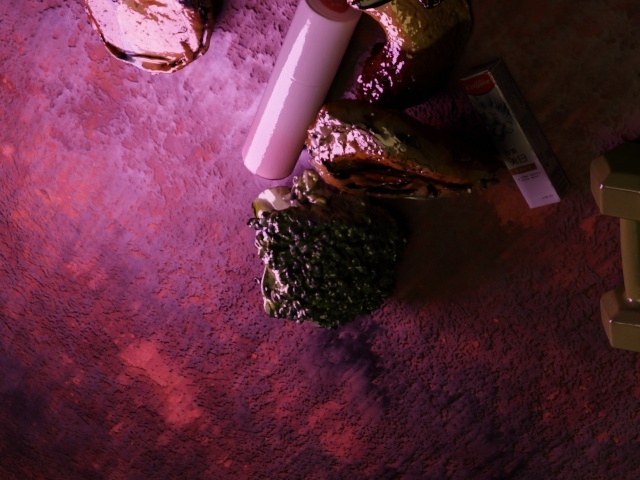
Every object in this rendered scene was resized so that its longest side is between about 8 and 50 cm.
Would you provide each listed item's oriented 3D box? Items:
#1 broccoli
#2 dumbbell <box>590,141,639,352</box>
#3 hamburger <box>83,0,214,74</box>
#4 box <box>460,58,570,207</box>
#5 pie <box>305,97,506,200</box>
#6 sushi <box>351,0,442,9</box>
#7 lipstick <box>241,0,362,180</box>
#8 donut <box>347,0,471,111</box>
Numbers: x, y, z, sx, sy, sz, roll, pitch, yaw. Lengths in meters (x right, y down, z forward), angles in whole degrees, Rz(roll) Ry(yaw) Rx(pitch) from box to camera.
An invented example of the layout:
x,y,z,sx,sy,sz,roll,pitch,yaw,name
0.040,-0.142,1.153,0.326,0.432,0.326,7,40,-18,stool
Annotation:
x,y,z,sx,sy,sz,roll,pitch,yaw,name
0.000,0.000,2.259,0.288,0.248,0.245,98,148,-53,broccoli
0.431,0.014,2.014,0.108,0.121,0.302,36,147,48,dumbbell
-0.249,-0.348,2.170,0.231,0.107,0.231,16,134,17,hamburger
0.269,-0.146,2.039,0.055,0.039,0.218,-15,115,42,box
0.105,-0.114,2.047,0.308,0.085,0.308,8,170,1,pie
0.100,-0.387,1.772,0.227,0.212,0.215,7,149,-35,sushi
-0.031,-0.225,2.137,0.087,0.087,0.327,32,136,7,lipstick
0.113,-0.270,1.989,0.151,0.112,0.295,15,133,27,donut
